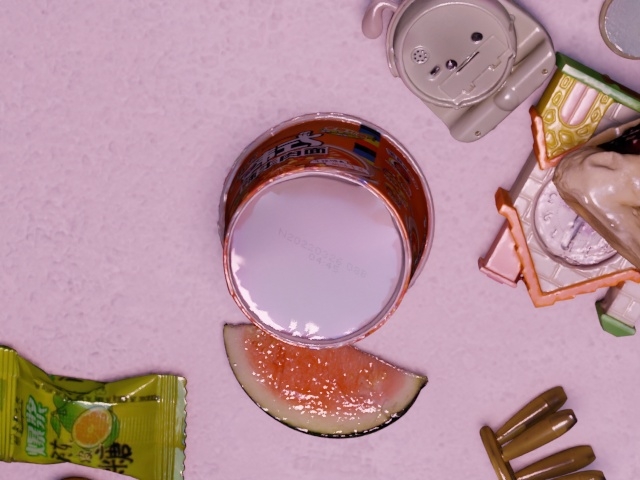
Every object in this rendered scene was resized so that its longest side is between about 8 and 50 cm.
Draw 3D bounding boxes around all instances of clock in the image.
[{"bbox_3d":[0.299,-0.041,1.698,0.219,0.106,0.255,26,104,-3],"label":"clock"},{"bbox_3d":[0.143,-0.210,1.665,0.191,0.062,0.151,38,115,-18],"label":"clock"}]

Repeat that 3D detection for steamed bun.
[{"bbox_3d":[0.341,-0.062,1.579,0.172,0.141,0.155,42,93,-12],"label":"steamed bun"}]

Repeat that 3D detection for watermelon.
[{"bbox_3d":[-0.003,0.167,1.794,0.245,0.063,0.119,15,91,5],"label":"watermelon"}]

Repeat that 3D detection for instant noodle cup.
[{"bbox_3d":[0.000,0.000,1.681,0.250,0.192,0.250,1,103,4],"label":"instant noodle cup"}]

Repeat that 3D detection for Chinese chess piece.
[{"bbox_3d":[0.344,-0.238,1.687,0.084,0.034,0.084,1,101,3],"label":"Chinese chess piece"}]

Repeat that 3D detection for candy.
[{"bbox_3d":[-0.275,0.208,1.811,0.246,0.069,0.149,7,106,3],"label":"candy"}]

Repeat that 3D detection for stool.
[{"bbox_3d":[0.251,0.242,1.768,0.110,0.135,0.134,-24,145,6],"label":"stool"}]

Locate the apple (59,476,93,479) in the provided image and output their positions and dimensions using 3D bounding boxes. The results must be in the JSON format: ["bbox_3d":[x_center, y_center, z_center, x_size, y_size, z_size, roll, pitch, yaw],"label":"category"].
[{"bbox_3d":[-0.287,0.338,1.827,0.102,0.099,0.114,28,100,-6],"label":"apple"}]
